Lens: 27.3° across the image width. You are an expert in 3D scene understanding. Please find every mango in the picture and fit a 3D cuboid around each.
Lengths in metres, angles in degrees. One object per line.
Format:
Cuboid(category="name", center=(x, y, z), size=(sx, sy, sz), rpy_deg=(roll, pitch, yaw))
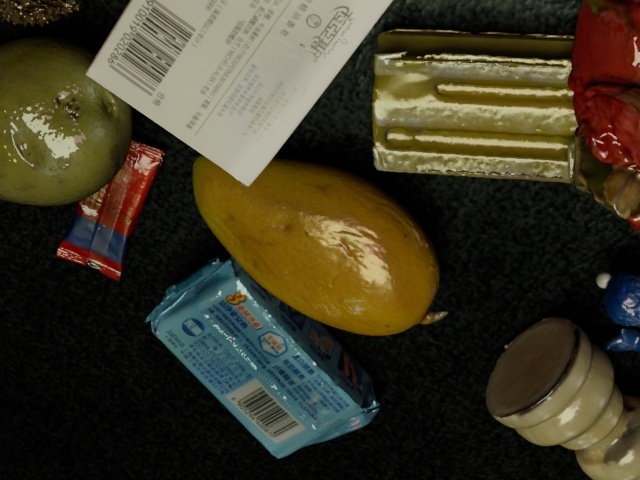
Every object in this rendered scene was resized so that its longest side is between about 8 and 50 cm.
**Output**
Cuboid(category="mango", center=(0.000, 0.000, 1.418), size=(0.317, 0.119, 0.176), rpy_deg=(27, 132, 2))

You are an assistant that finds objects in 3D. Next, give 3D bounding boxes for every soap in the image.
Cuboid(category="soap", center=(0.168, -0.135, 1.315), size=(0.233, 0.076, 0.135), rpy_deg=(4, 122, 10))
Cuboid(category="soap", center=(-0.066, 0.136, 1.544), size=(0.156, 0.077, 0.293), rpy_deg=(-31, 111, 27))

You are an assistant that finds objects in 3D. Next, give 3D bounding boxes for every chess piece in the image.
Cuboid(category="chess piece", center=(0.319, 0.212, 1.468), size=(0.261, 0.143, 0.143), rpy_deg=(40, 122, -17))

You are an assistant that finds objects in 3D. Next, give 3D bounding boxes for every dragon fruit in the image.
Cuboid(category="dragon fruit", center=(0.350, -0.079, 1.209), size=(0.317, 0.152, 0.205), rpy_deg=(22, 118, -19))

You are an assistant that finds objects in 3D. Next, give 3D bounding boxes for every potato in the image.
Cuboid(category="potato", center=(-0.319, -0.121, 1.397), size=(0.251, 0.159, 0.174), rpy_deg=(-6, 86, 31))

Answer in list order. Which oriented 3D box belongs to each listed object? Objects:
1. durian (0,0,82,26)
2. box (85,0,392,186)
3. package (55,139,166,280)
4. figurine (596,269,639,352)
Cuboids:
Cuboid(category="durian", center=(-0.303, -0.275, 1.330), size=(0.188, 0.091, 0.148), rpy_deg=(21, 125, -2))
Cuboid(category="box", center=(-0.069, -0.223, 1.290), size=(0.203, 0.116, 0.274), rpy_deg=(34, 123, -9))
Cuboid(category="package", center=(-0.242, -0.040, 1.507), size=(0.083, 0.022, 0.200), rpy_deg=(24, 125, -2))
Cuboid(category="figurine", center=(0.414, 0.097, 1.376), size=(0.262, 0.121, 0.164), rpy_deg=(10, 127, 10))
